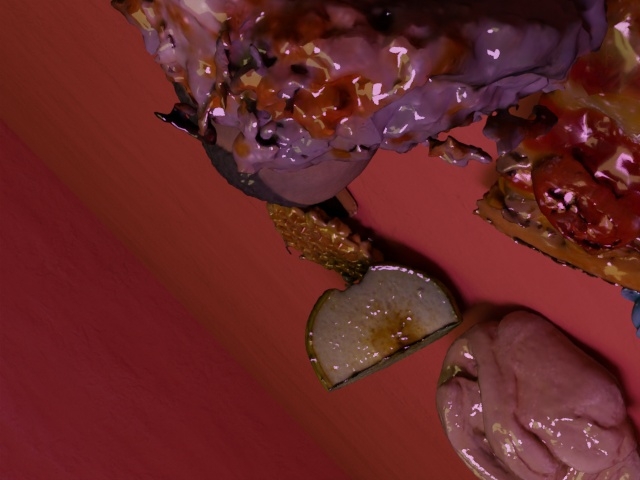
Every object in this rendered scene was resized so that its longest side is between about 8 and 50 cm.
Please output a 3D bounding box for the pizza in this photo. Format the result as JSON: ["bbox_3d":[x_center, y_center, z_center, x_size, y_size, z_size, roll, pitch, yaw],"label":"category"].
[{"bbox_3d":[0.298,-0.084,0.649,0.439,0.130,0.406,17,148,44],"label":"pizza"}]

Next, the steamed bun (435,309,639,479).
[{"bbox_3d":[0.352,0.310,1.108,0.324,0.230,0.372,16,143,39],"label":"steamed bun"}]

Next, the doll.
[{"bbox_3d":[-0.079,-0.201,0.914,0.349,0.247,0.247,44,162,39],"label":"doll"}]

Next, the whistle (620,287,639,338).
[{"bbox_3d":[0.479,0.119,0.761,0.273,0.093,0.186,28,155,21],"label":"whistle"}]

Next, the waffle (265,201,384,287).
[{"bbox_3d":[0.002,-0.003,1.273,0.262,0.060,0.280,39,164,-18],"label":"waffle"}]

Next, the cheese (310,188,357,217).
[{"bbox_3d":[-0.003,-0.077,1.222,0.086,0.036,0.162,48,157,-28],"label":"cheese"}]

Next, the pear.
[{"bbox_3d":[0.113,0.149,1.233,0.159,0.292,0.292,63,161,18],"label":"pear"}]

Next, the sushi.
[{"bbox_3d":[0.034,-0.226,0.503,0.417,0.417,0.176,39,145,8],"label":"sushi"}]
